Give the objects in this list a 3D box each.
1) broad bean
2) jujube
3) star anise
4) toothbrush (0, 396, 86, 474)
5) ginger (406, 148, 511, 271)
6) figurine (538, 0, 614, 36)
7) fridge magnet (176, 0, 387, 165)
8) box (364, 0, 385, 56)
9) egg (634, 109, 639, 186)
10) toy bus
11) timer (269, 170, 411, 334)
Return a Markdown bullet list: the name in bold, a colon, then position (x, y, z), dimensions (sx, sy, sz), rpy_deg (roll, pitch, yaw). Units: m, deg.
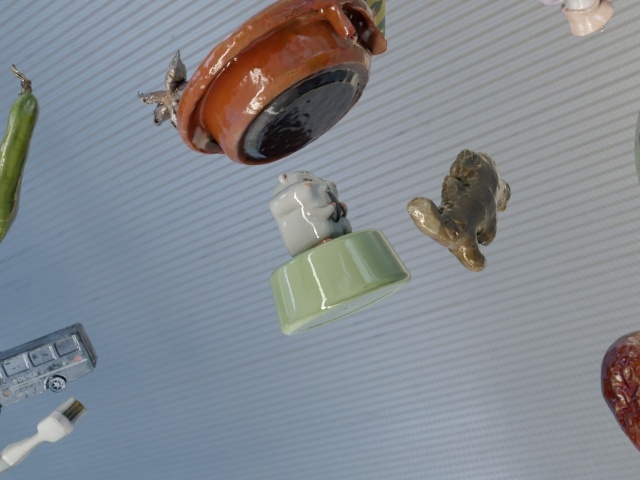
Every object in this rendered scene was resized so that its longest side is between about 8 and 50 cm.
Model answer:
- **broad bean**: position (-0.512, -0.126, 1.519), dimensions (0.075, 0.067, 0.325), rpy_deg (14, 88, 57)
- **jujube**: position (0.651, 0.302, 1.809), dimensions (0.190, 0.255, 0.190), rpy_deg (2, 136, 2)
- **star anise**: position (-0.320, -0.310, 2.063), dimensions (0.208, 0.063, 0.172), rpy_deg (-34, 96, 40)
- **toothbrush**: position (-0.289, 0.199, 0.855), dimensions (0.025, 0.030, 0.342), rpy_deg (48, 140, -6)
- **ginger**: position (0.237, -0.050, 1.434), dimensions (0.080, 0.333, 0.166), rpy_deg (-23, 103, 29)
- **figurine**: position (0.228, -0.336, 0.993), dimensions (0.276, 0.200, 0.133), rpy_deg (29, 103, -32)
- **fridge magnet**: position (-0.062, -0.250, 1.457), dimensions (0.155, 0.363, 0.363), rpy_deg (55, 131, 15)
- **box**: position (0.075, -0.430, 1.721), dimensions (0.034, 0.132, 0.235), rpy_deg (27, 149, 23)
- **egg**: position (0.573, -0.088, 1.081), dimensions (0.428, 0.345, 0.345), rpy_deg (59, 144, 41)
- **toy bus**: position (-0.335, 0.148, 1.026), dimensions (0.166, 0.047, 0.065), rpy_deg (-21, 105, -5)
- **timer**: position (0.000, 0.000, 1.905), dimensions (0.291, 0.291, 0.315), rpy_deg (-30, 78, 37)
